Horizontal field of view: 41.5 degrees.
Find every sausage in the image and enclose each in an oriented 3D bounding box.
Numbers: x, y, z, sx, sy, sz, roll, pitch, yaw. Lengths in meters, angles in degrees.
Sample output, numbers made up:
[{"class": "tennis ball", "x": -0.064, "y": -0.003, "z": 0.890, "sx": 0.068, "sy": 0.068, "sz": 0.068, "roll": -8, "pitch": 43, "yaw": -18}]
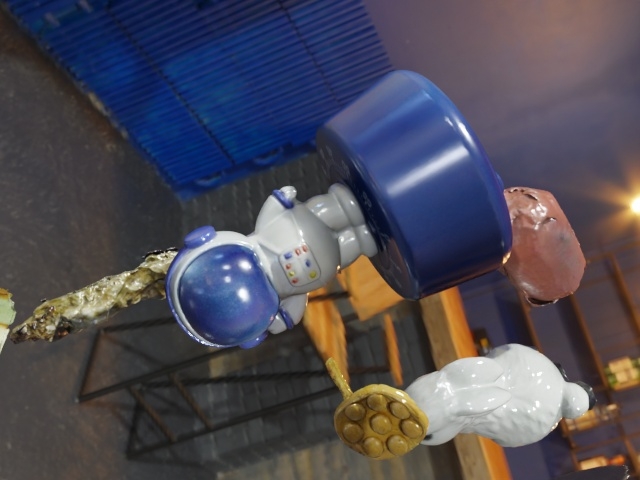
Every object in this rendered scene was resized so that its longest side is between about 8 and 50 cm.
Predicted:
[{"class": "sausage", "x": 0.380, "y": 0.012, "z": 1.509, "sx": 0.280, "sy": 0.152, "sz": 0.152, "roll": 48, "pitch": 24, "yaw": -42}]

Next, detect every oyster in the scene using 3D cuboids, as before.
[{"class": "oyster", "x": -0.379, "y": 0.112, "z": 1.498, "sx": 0.079, "sy": 0.345, "sz": 0.129, "roll": 61, "pitch": -16, "yaw": 20}]

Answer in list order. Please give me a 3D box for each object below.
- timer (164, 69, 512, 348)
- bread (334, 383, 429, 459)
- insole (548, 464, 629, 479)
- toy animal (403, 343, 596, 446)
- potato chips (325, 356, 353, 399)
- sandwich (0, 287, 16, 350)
[{"class": "timer", "x": 0.000, "y": 0.000, "z": 0.997, "sx": 0.270, "sy": 0.383, "sz": 0.270, "roll": 59, "pitch": -8, "yaw": 13}, {"class": "bread", "x": 0.070, "y": 0.210, "z": 0.973, "sx": 0.024, "sy": 0.110, "sz": 0.110, "roll": -80, "pitch": 148, "yaw": -60}, {"class": "insole", "x": 0.151, "y": 0.253, "z": 0.755, "sx": 0.111, "sy": 0.328, "sz": 0.007, "roll": -29, "pitch": 80, "yaw": -34}, {"class": "toy animal", "x": 0.300, "y": 0.292, "z": 1.552, "sx": 0.357, "sy": 0.257, "sz": 0.194, "roll": 0, "pitch": 75, "yaw": -42}, {"class": "potato chips", "x": 0.052, "y": 0.261, "z": 1.452, "sx": 0.026, "sy": 0.037, "sz": 0.204, "roll": 62, "pitch": -10, "yaw": -30}, {"class": "sandwich", "x": -0.633, "y": 0.102, "z": 1.304, "sx": 0.227, "sy": 0.198, "sz": 0.155, "roll": 22, "pitch": 90, "yaw": -57}]
